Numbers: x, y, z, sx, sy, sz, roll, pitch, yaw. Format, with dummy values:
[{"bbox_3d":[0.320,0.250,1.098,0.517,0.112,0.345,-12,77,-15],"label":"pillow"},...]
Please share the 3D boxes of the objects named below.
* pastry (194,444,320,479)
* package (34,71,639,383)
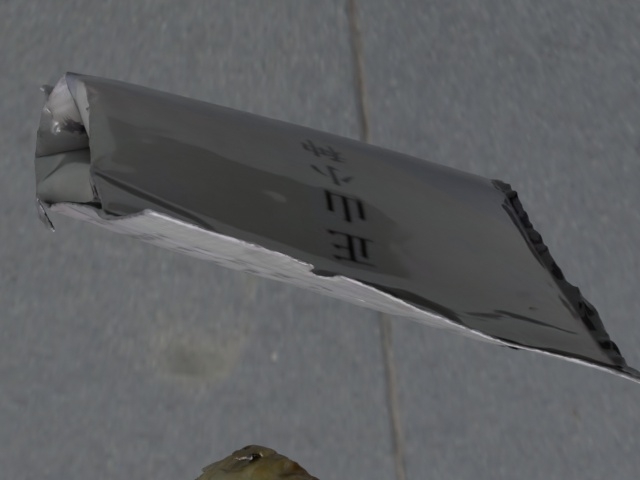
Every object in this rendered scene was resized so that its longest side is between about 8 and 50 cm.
[{"bbox_3d":[-0.003,0.158,0.921,0.153,0.153,0.081,36,81,-14],"label":"pastry"},{"bbox_3d":[0.000,0.000,0.748,0.204,0.251,0.062,15,102,-17],"label":"package"}]
